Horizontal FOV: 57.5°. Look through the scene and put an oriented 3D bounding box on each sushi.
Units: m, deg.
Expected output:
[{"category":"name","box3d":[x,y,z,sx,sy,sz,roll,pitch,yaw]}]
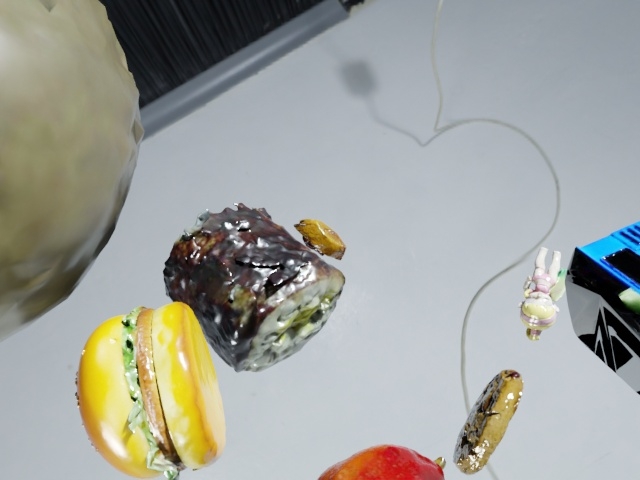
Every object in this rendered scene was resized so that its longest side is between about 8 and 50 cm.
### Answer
[{"category":"sushi","box3d":[-0.150,0.100,1.232,0.294,0.300,0.281,42,120,23]},{"category":"sushi","box3d":[0.000,0.000,0.961,0.099,0.050,0.047,44,113,-4]}]

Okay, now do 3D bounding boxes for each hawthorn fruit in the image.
[{"category":"hawthorn fruit","box3d":[0.143,0.539,1.163,0.307,0.265,0.265,-24,60,-29]}]

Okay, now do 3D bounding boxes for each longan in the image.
[{"category":"longan","box3d":[-0.375,-0.082,0.502,0.436,0.404,0.403,-26,58,32]}]

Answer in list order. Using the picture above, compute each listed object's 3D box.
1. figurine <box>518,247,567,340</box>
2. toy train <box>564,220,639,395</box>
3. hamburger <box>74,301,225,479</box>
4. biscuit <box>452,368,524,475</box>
[{"category":"figurine","box3d":[0.419,0.099,1.097,0.083,0.083,0.187,12,57,16]},{"category":"toy train","box3d":[0.246,0.059,0.313,0.131,0.082,0.204,-21,31,-7]},{"category":"hamburger","box3d":[-0.230,0.208,0.783,0.170,0.246,0.245,-12,63,-6]},{"category":"biscuit","box3d":[0.414,0.450,1.466,0.075,0.296,0.295,27,72,12]}]
